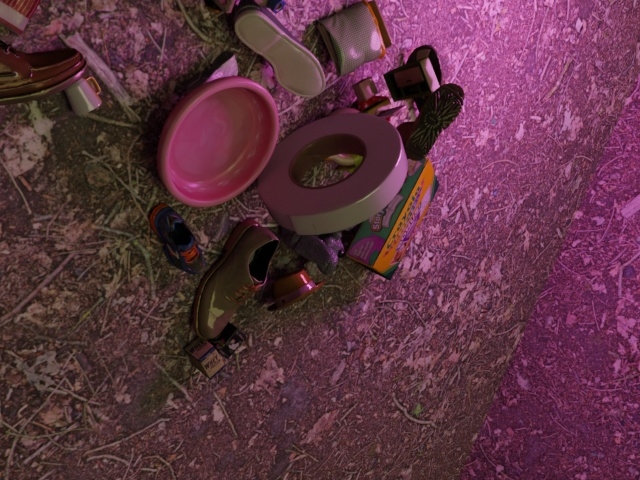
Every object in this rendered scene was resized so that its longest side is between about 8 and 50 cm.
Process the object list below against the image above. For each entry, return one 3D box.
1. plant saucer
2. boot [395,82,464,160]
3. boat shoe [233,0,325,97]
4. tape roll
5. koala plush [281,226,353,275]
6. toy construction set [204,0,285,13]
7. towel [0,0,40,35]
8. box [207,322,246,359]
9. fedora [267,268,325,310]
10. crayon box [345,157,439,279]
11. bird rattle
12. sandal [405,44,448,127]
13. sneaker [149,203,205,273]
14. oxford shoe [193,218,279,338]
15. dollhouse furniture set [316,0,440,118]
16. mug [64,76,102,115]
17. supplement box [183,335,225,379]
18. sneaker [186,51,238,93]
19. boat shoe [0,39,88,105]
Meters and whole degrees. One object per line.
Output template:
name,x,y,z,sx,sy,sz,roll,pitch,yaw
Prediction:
plant saucer,-0.250,-0.238,1.620,0.332,0.084,0.332,-31,141,-29
boot,0.267,-0.316,1.872,0.089,0.269,0.236,37,91,-10
boat shoe,-0.093,-0.472,1.678,0.116,0.099,0.319,-28,141,23
tape roll,0.027,-0.178,1.744,0.392,0.392,0.072,-44,136,-21
koala plush,0.000,0.000,1.997,0.196,0.203,0.221,-64,161,-12
toy construction set,-0.169,-0.614,1.413,0.237,0.257,0.309,-28,97,-37
towel,-0.557,-0.566,1.211,0.237,0.037,0.329,28,90,-51
box,-0.262,0.278,1.925,0.083,0.062,0.052,-49,136,-15
fedora,-0.083,0.135,1.986,0.194,0.194,0.079,-28,92,-34
crayon box,0.236,-0.071,2.143,0.363,0.106,0.313,-63,163,-2
bird rattle,0.099,-0.301,1.960,0.207,0.143,0.253,1,107,-29
sandal,0.339,-0.478,2.141,0.303,0.120,0.086,67,33,-43
sneaker,-0.342,0.011,1.688,0.083,0.087,0.221,-45,136,-19
oxford shoe,-0.227,0.117,1.827,0.123,0.130,0.348,22,93,-49
dollhouse furniture set,0.155,-0.489,1.822,0.197,0.151,0.301,-36,110,-30
mug,-0.491,-0.302,1.407,0.062,0.078,0.064,-22,122,3
supplement box,-0.317,0.319,1.873,0.056,0.083,0.083,-41,133,-25
sneaker,-0.248,-0.378,1.611,0.152,0.053,0.061,-44,138,-22
boat shoe,-0.578,-0.311,1.259,0.307,0.111,0.104,-31,131,-32
